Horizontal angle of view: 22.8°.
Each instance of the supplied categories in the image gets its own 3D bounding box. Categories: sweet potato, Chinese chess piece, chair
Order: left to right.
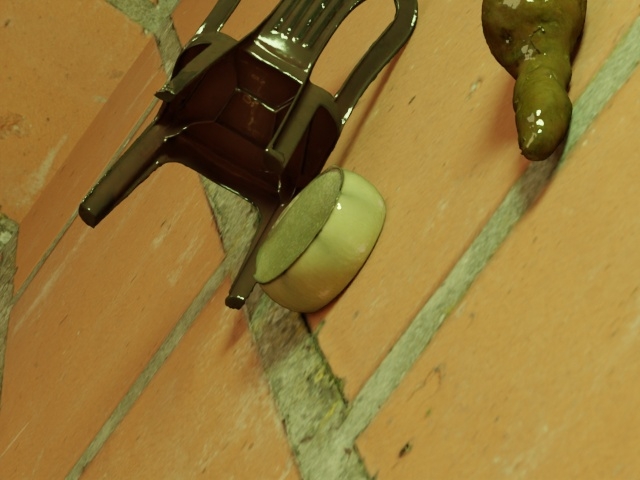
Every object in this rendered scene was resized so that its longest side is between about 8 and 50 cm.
[{"bbox_3d":[-0.053,-0.130,1.428,0.326,0.176,0.183,-57,-3,-47],"label":"chair"},{"bbox_3d":[0.000,0.000,1.262,0.122,0.051,0.122,-47,19,22],"label":"Chinese chess piece"},{"bbox_3d":[0.147,-0.144,1.093,0.075,0.075,0.269,-40,32,42],"label":"sweet potato"}]
